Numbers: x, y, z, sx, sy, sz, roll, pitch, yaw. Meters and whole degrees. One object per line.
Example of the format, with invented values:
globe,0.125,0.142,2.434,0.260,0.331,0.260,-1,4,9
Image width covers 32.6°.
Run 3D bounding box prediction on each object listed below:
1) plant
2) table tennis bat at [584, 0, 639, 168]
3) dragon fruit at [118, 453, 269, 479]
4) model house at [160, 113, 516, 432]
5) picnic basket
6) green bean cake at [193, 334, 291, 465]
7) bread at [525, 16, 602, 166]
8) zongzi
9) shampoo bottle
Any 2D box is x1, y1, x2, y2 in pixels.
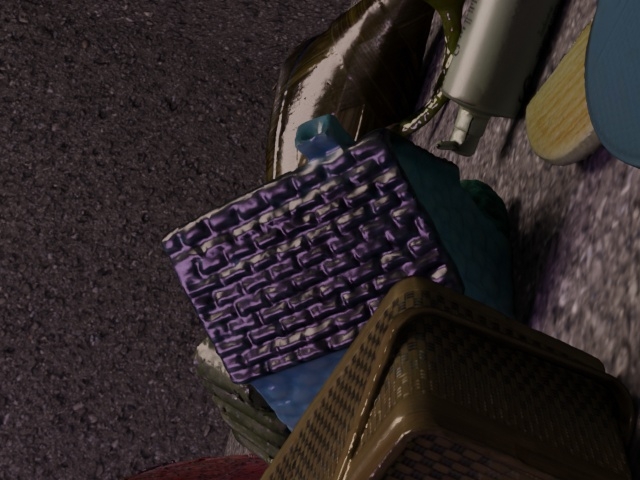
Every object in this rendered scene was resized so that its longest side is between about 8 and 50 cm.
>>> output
plant,0.171,-0.329,1.448,0.180,0.251,0.333,-53,-49,-51
table tennis bat,0.221,-0.162,0.696,0.329,0.044,0.215,-114,43,-65
dragon fruit,-0.120,0.406,1.318,0.296,0.314,0.262,-9,-89,-74
model house,0.000,0.000,0.949,0.261,0.241,0.226,-25,38,25
picnic basket,0.058,0.171,0.665,0.266,0.165,0.139,-57,15,28
green bean cake,-0.020,0.135,1.213,0.222,0.125,0.227,-51,-37,-23
bread,0.214,-0.117,0.819,0.193,0.036,0.112,121,162,-47
zongzi,0.060,-0.181,1.643,0.432,0.208,0.403,-38,39,57
shampoo bottle,0.183,-0.208,1.077,0.085,0.085,0.262,-97,24,-73
